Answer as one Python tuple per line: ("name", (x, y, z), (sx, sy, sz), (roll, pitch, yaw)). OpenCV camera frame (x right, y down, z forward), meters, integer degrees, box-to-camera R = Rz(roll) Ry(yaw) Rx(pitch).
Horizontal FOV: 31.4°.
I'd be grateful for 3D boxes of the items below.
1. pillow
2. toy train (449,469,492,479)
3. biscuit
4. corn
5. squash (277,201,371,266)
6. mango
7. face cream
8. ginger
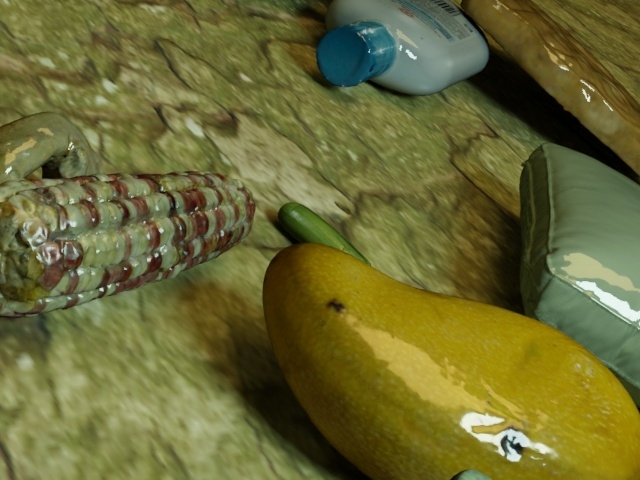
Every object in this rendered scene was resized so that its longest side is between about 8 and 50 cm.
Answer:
("pillow", (0.279, 0.040, 0.994), (0.255, 0.119, 0.322), (33, 23, -5))
("toy train", (0.116, 0.229, 0.439), (0.326, 0.159, 0.129), (39, 28, 4))
("biscuit", (0.328, -0.226, 1.495), (0.385, 0.062, 0.365), (41, 19, -6))
("corn", (-0.118, -0.005, 0.682), (0.079, 0.079, 0.237), (41, 23, 17))
("squash", (0.000, 0.000, 0.854), (0.083, 0.027, 0.027), (43, 27, 19))
("mango", (0.075, 0.095, 0.687), (0.262, 0.109, 0.157), (26, 36, -4))
("face cream", (0.086, -0.225, 1.286), (0.163, 0.080, 0.337), (36, 26, 9))
("ginger", (-0.239, -0.044, 0.623), (0.288, 0.075, 0.089), (-4, 39, -46))
